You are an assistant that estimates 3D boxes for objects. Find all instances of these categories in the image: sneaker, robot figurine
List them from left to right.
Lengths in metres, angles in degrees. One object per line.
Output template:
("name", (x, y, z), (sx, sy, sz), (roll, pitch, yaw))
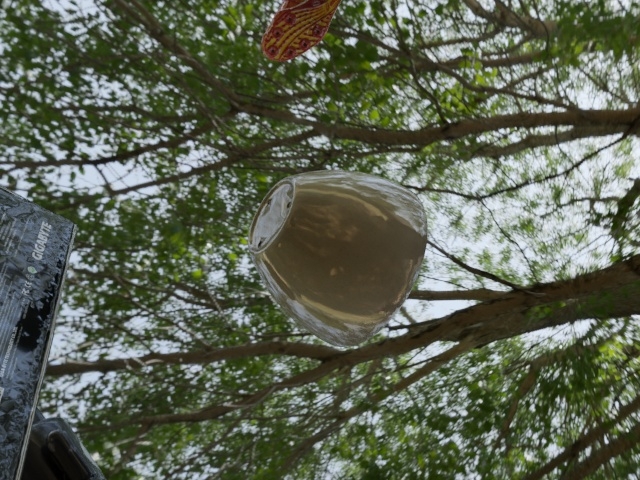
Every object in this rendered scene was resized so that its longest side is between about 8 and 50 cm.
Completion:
("robot figurine", (-0.465, 0.414, 0.939), (0.173, 0.209, 0.278), (-37, -103, -22))
("sneaker", (-0.011, -0.295, 0.685), (0.175, 0.064, 0.067), (-50, -144, 9))

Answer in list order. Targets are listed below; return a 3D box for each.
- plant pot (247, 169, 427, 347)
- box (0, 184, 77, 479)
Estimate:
("plant pot", (0.000, 0.000, 0.878), (0.284, 0.190, 0.284), (-41, -146, 35))
("box", (-0.300, 0.036, 0.334), (0.079, 0.257, 0.322), (-48, -147, 17))
